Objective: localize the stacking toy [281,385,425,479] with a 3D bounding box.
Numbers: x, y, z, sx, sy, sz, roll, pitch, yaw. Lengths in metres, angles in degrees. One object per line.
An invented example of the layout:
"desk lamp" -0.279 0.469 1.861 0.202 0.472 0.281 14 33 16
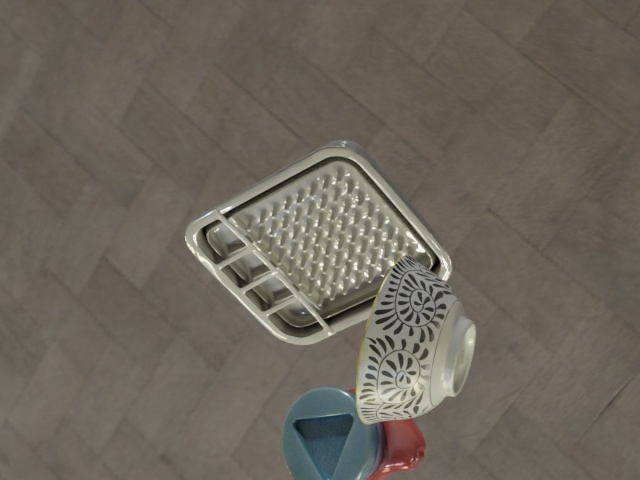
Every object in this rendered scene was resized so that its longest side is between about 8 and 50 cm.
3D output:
"stacking toy" 0.006 0.348 1.320 0.279 0.130 0.309 46 107 30

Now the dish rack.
"dish rack" 0.000 0.000 1.591 0.333 0.072 0.285 -26 118 32

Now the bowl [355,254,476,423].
"bowl" 0.101 0.105 1.046 0.080 0.170 0.170 14 101 21
